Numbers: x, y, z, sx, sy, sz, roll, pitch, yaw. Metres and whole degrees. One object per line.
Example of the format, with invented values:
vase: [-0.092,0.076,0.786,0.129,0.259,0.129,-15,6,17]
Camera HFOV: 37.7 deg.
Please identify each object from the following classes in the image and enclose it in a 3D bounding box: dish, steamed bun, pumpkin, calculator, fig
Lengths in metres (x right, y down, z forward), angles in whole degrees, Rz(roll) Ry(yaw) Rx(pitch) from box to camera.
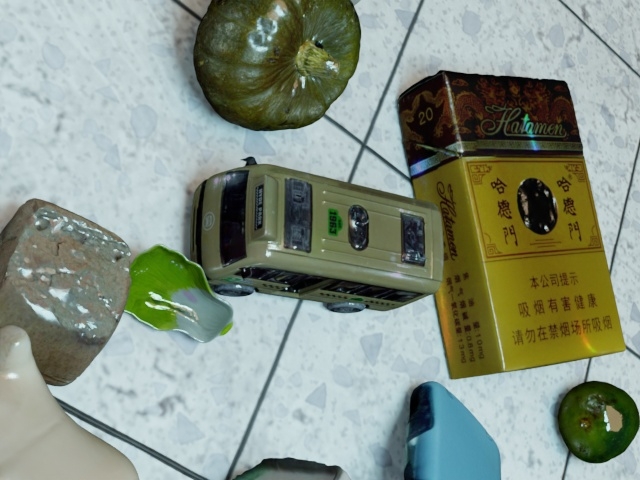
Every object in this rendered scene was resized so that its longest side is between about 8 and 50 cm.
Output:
dish: [-0.158,0.059,1.041,0.137,0.039,0.091,36,100,-21]
steamed bun: [-0.265,0.052,0.934,0.144,0.106,0.175,28,60,-26]
pumpkin: [-0.042,-0.224,1.112,0.219,0.162,0.219,-29,136,-32]
calculator: [0.162,0.297,1.138,0.173,0.051,0.293,47,29,-22]
fig: [0.423,0.261,1.372,0.177,0.117,0.117,5,74,-45]

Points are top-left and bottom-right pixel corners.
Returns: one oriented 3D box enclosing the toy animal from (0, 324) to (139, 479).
toy animal: [-0.311,0.192,0.788,0.326,0.269,0.237,27,33,19]

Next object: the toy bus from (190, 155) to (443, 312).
toy bus: [0.000,0.000,1.103,0.289,0.157,0.139,13,70,-32]

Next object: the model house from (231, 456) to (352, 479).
model house: [-0.021,0.388,0.965,0.237,0.202,0.237,50,48,-21]

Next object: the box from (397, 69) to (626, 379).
box: [0.269,-0.027,1.328,0.264,0.115,0.415,-3,79,-34]

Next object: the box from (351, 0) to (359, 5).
box: [-0.088,-0.463,1.230,0.214,0.069,0.353,-19,87,-37]
